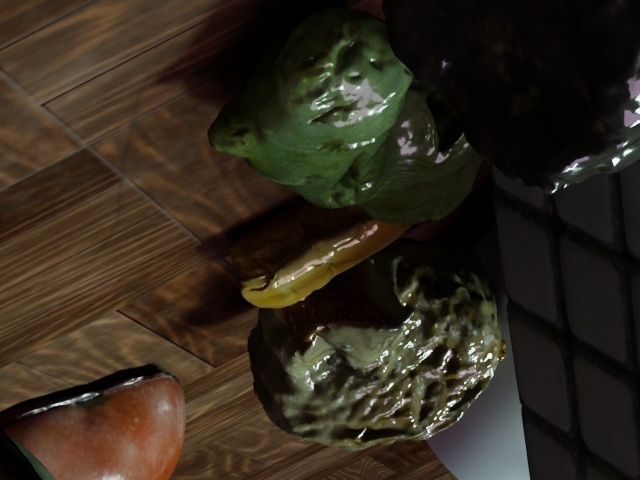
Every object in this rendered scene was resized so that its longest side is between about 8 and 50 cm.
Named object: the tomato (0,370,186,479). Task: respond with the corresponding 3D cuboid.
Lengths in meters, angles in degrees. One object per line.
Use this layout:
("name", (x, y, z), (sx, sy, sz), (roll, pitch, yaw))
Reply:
("tomato", (-0.208, 0.200, 1.539), (0.228, 0.112, 0.199), (-15, 164, -29))

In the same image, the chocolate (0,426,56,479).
("chocolate", (-0.282, 0.220, 1.254), (0.283, 0.283, 0.186), (-10, 138, -47))

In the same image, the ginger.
("ginger", (0.032, -0.070, 1.044), (0.137, 0.089, 0.290), (-12, 168, 26))

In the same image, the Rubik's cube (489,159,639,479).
("Rubik's cube", (0.335, 0.039, 1.158), (0.337, 0.344, 0.344), (-18, -157, -19))

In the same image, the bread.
("bread", (0.000, 0.000, 1.291), (0.132, 0.053, 0.074), (-28, 166, -1))

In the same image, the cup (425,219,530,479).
("cup", (0.232, 0.069, 1.549), (0.253, 0.253, 0.371), (-21, 163, -20))

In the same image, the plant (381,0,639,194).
("plant", (0.152, -0.134, 0.839), (0.234, 0.178, 0.204), (-30, 158, -29))

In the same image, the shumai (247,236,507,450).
("shumai", (0.032, 0.055, 1.405), (0.206, 0.166, 0.175), (-27, 144, -1))
